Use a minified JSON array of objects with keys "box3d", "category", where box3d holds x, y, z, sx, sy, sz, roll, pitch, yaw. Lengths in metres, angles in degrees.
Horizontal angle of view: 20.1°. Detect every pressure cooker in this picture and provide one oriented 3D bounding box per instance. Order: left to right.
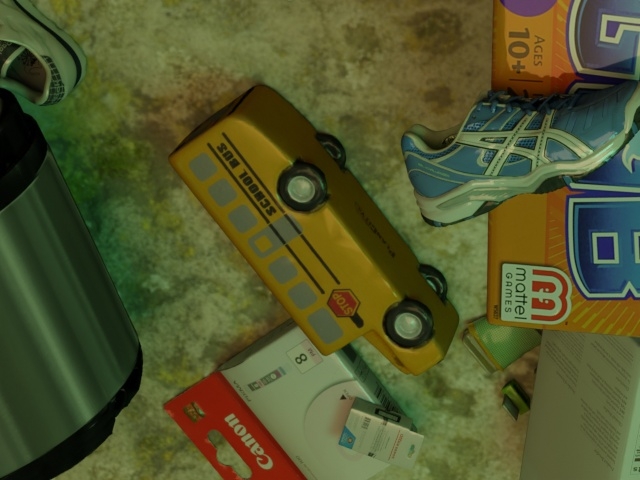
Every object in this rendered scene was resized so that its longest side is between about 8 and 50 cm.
[{"box3d":[-0.412,0.031,1.820,0.370,0.375,0.420,-5,119,33],"category":"pressure cooker"}]

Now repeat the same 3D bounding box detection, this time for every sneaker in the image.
[{"box3d":[-0.351,-0.225,1.862,0.235,0.095,0.090,34,117,0],"category":"sneaker"},{"box3d":[0.158,-0.081,1.417,0.211,0.080,0.081,-23,107,21],"category":"sneaker"}]

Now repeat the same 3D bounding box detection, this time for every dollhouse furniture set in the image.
[{"box3d":[0.215,0.142,1.896,0.076,0.058,0.151,-35,100,23],"category":"dollhouse furniture set"}]

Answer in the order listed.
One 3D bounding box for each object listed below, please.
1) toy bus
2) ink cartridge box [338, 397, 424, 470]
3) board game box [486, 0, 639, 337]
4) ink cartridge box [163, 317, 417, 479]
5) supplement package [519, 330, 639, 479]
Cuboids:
[{"box3d":[0.000,0.000,1.862,0.130,0.108,0.332,-34,101,23],"category":"toy bus"},{"box3d":[0.067,0.206,1.916,0.083,0.028,0.048,21,114,4],"category":"ink cartridge box"},{"box3d":[0.347,-0.143,1.586,0.356,0.356,0.356,4,112,12],"category":"board game box"},{"box3d":[-0.038,0.205,1.985,0.232,0.066,0.189,-35,101,19],"category":"ink cartridge box"},{"box3d":[0.337,0.176,1.771,0.198,0.199,0.262,-2,114,-18],"category":"supplement package"}]
